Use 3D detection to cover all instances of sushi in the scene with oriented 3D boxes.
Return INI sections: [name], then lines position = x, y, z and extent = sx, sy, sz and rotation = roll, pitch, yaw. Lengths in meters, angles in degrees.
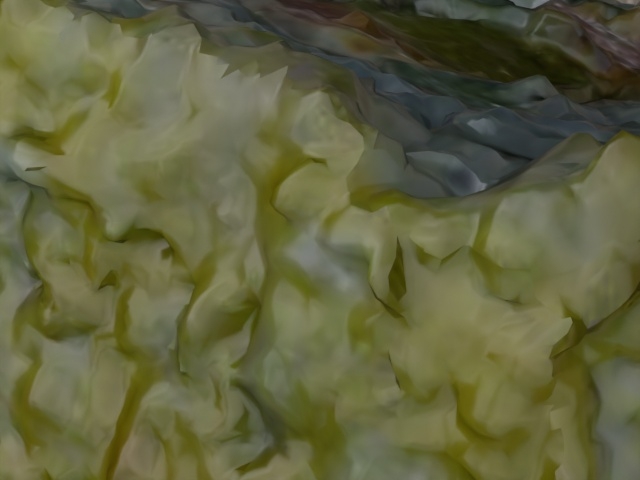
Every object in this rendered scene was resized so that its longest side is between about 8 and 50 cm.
[sushi]
position = 0.063, 0.018, 0.543
extent = 0.351, 0.397, 0.240
rotation = 24, 113, 33
